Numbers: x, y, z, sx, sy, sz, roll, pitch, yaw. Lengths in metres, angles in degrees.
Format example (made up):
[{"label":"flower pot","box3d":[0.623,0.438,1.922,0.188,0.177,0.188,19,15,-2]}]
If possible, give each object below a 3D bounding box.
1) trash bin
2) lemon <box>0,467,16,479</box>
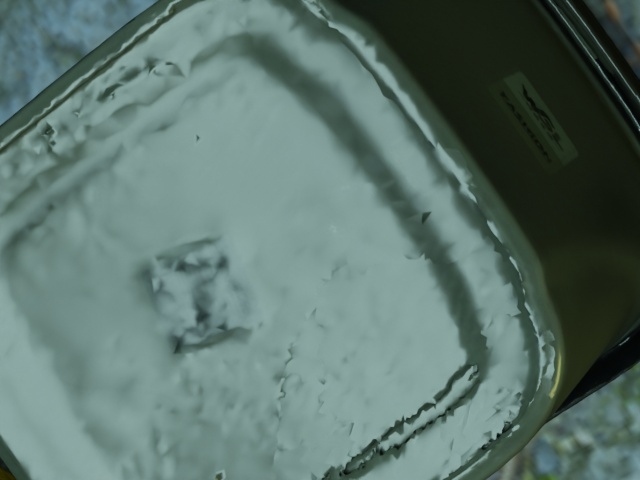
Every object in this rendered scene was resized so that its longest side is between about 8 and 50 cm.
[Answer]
[{"label":"trash bin","box3d":[0.000,0.000,0.667,0.219,0.250,0.220,-38,89,18]},{"label":"lemon","box3d":[-0.174,0.159,0.831,0.187,0.142,0.142,7,106,11]}]
